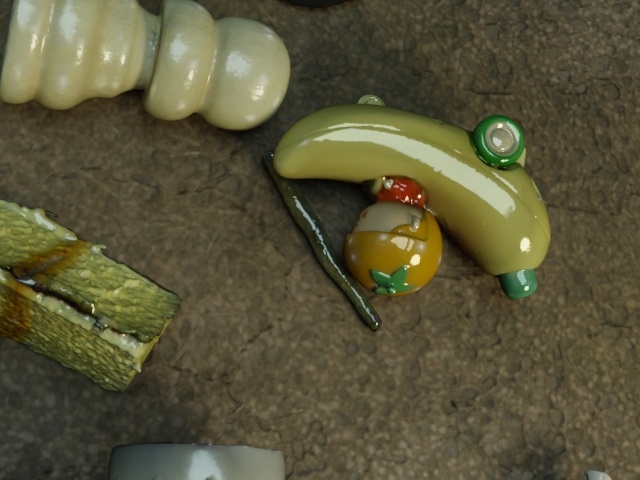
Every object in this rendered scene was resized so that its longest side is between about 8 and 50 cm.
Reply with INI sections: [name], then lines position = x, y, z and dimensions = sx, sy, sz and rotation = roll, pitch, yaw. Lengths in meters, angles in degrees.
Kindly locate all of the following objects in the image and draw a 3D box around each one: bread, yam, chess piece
[bread]
position = -0.279, 0.045, 1.023
dimensions = 0.266, 0.142, 0.178
rotation = 31, 28, -3
[yam]
position = 0.000, 0.000, 1.154
dimensions = 0.027, 0.029, 0.234
rotation = -29, 83, -32
[chess piece]
position = -0.178, -0.197, 1.104
dimensions = 0.300, 0.167, 0.167
rotation = 11, 71, -16

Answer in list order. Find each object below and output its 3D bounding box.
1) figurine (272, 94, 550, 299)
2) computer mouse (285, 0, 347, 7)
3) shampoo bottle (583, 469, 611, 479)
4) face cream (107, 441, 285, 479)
[figurine]
position = 0.100, -0.039, 1.146
dimensions = 0.324, 0.124, 0.222
rotation = 16, 76, -12
[computer mouse]
position = -0.017, -0.415, 1.235
dimensions = 0.170, 0.100, 0.269
rotation = -19, 80, -22
[shampoo bottle]
position = 0.267, 0.391, 1.076
dimensions = 0.092, 0.092, 0.303
rotation = 18, 71, -9
[face cream]
position = -0.117, 0.291, 0.958
dimensions = 0.175, 0.175, 0.195
rotation = 6, 72, -13
